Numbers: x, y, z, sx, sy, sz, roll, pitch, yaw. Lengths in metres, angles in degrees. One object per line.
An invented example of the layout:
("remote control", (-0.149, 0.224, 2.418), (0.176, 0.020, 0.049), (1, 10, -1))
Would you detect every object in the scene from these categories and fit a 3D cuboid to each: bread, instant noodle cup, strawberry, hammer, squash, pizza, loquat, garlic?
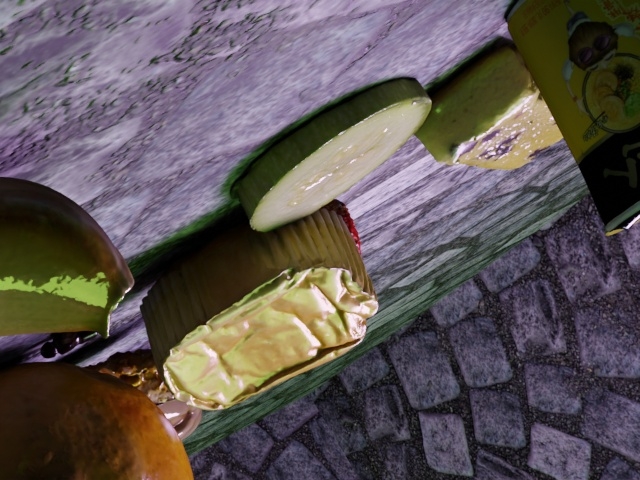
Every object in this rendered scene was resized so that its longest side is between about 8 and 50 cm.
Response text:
("bread", (-0.067, 0.068, 1.541), (0.250, 0.133, 0.179), (-32, 141, 8))
("bread", (0.211, -0.142, 1.612), (0.138, 0.077, 0.361), (-35, 170, 17))
("instant noodle cup", (0.299, -0.152, 1.342), (0.215, 0.236, 0.215), (-30, 171, -5))
("strawberry", (0.001, 0.000, 1.673), (0.106, 0.106, 0.106), (-31, 171, -5))
("hammer", (-0.248, 0.077, 1.488), (0.065, 0.021, 0.178), (-26, 167, -31))
("squash", (0.014, -0.083, 1.402), (0.219, 0.041, 0.219), (-31, 171, -5))
("pizza", (-0.238, 0.165, 1.722), (0.246, 0.058, 0.127), (-7, -169, -4))
("loquat", (-0.288, 0.285, 1.512), (0.328, 0.328, 0.328), (-31, 171, -5))
("garlic", (-0.239, 0.022, 0.940), (0.207, 0.128, 0.115), (-22, -150, -18))

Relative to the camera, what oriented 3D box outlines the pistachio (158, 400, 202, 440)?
("pistachio", (-0.261, 0.232, 1.907), (0.153, 0.137, 0.238), (9, -157, 44))
